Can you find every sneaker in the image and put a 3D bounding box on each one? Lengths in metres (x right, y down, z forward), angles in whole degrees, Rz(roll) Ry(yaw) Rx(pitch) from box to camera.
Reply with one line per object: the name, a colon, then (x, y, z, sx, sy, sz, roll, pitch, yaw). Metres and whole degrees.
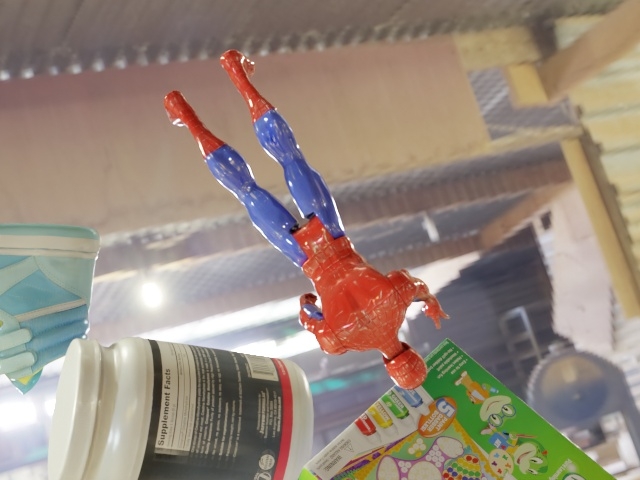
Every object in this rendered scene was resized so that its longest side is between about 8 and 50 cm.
sneaker: (-0.424, 0.085, 1.358, 0.319, 0.208, 0.127, -1, -1, -14)

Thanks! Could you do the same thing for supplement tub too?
supplement tub: (-0.161, 0.214, 1.301, 0.272, 0.191, 0.191, 10, -22, -19)

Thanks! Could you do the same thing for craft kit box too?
craft kit box: (0.146, 0.258, 1.196, 0.250, 0.247, 0.061, -37, -20, -35)

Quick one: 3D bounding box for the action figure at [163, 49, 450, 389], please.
action figure: (0.000, 0.000, 0.849, 0.091, 0.280, 0.139, -36, -22, 3)
